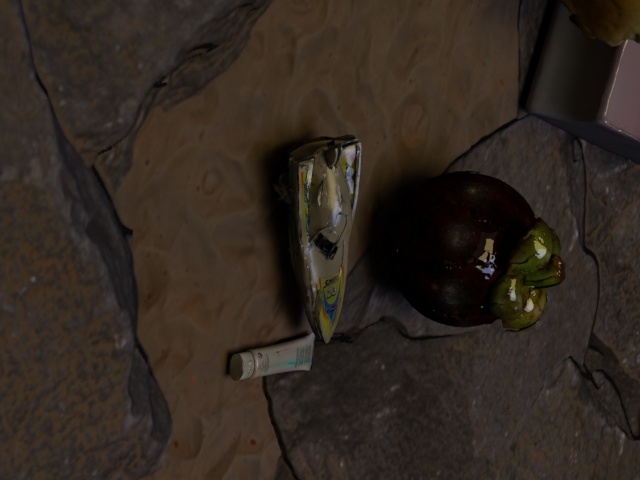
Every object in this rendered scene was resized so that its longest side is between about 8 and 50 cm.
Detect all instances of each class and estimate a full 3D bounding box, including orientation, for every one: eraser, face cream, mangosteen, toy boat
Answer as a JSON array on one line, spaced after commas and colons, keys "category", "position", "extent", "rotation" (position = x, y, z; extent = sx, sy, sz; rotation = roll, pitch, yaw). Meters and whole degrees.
[{"category": "eraser", "position": [0.378, -0.273, 1.987], "extent": [0.272, 0.122, 0.359], "rotation": [16, 89, -49]}, {"category": "face cream", "position": [-0.041, 0.111, 1.689], "extent": [0.115, 0.020, 0.038], "rotation": [-7, 107, -50]}, {"category": "mangosteen", "position": [0.158, 0.016, 1.771], "extent": [0.166, 0.180, 0.166], "rotation": [-34, 135, -42]}, {"category": "toy boat", "position": [0.000, 0.000, 1.666], "extent": [0.084, 0.066, 0.210], "rotation": [-25, 122, -42]}]

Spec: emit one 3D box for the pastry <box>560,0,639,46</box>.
[{"category": "pastry", "position": [0.304, -0.334, 1.755], "extent": [0.256, 0.170, 0.237], "rotation": [39, 76, -4]}]
